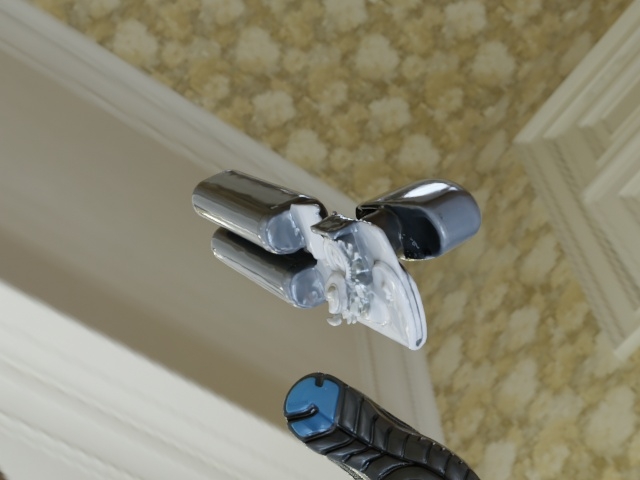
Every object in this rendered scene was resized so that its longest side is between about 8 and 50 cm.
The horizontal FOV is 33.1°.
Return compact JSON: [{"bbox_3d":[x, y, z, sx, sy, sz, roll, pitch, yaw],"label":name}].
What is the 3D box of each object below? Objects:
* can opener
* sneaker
[{"bbox_3d":[0.000,0.000,0.664,0.280,0.093,0.074,16,130,61],"label":"can opener"},{"bbox_3d":[0.109,0.291,1.383,0.341,0.125,0.140,42,-178,18],"label":"sneaker"}]
